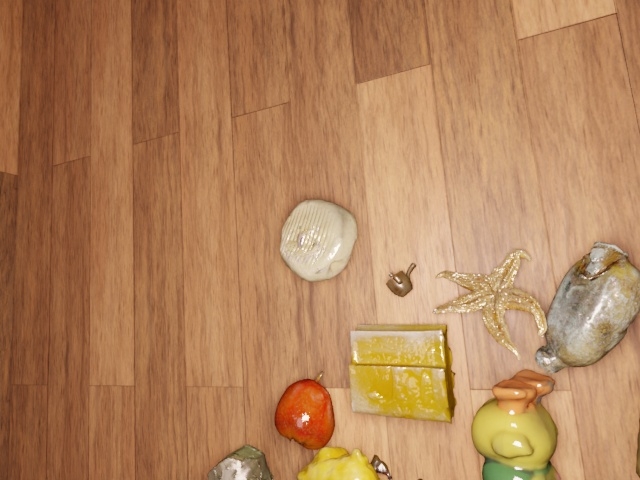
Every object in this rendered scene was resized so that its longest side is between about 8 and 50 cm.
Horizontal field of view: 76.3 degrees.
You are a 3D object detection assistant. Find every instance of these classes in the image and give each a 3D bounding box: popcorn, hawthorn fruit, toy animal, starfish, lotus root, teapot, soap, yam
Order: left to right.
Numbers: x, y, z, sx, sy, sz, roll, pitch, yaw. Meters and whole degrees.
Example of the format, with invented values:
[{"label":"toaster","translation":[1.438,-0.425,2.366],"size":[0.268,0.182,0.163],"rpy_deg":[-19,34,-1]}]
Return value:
[{"label":"yam","translation":[-0.234,0.804,1.283],"size":[0.201,0.202,0.271],"rpy_deg":[-26,73,-5]},{"label":"hawthorn fruit","translation":[-0.035,0.506,1.244],"size":[0.197,0.196,0.225],"rpy_deg":[10,63,23]},{"label":"popcorn","translation":[0.062,0.746,1.132],"size":[0.297,0.281,0.315],"rpy_deg":[-24,62,35]},{"label":"soap","translation":[0.232,0.372,1.170],"size":[0.281,0.143,0.259],"rpy_deg":[-8,79,26]},{"label":"teapot","translation":[0.252,0.112,1.221],"size":[0.110,0.085,0.080],"rpy_deg":[-38,72,-7]},{"label":"starfish","translation":[0.456,0.163,1.118],"size":[0.302,0.060,0.299],"rpy_deg":[2,65,36]},{"label":"toy animal","translation":[0.485,0.510,1.024],"size":[0.191,0.216,0.338],"rpy_deg":[-6,85,49]},{"label":"lotus root","translation":[0.658,0.181,0.999],"size":[0.175,0.175,0.349],"rpy_deg":[27,102,22]}]

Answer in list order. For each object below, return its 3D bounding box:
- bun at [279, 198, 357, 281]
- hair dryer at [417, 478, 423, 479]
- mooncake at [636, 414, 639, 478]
[{"label":"bun","translation":[-0.005,0.003,1.291],"size":[0.273,0.168,0.272],"rpy_deg":[-10,69,27]},{"label":"hair dryer","translation":[0.278,0.728,1.170],"size":[0.083,0.031,0.079],"rpy_deg":[-29,83,31]},{"label":"mooncake","translation":[0.865,0.436,0.743],"size":[0.467,0.467,0.262],"rpy_deg":[16,84,23]}]
